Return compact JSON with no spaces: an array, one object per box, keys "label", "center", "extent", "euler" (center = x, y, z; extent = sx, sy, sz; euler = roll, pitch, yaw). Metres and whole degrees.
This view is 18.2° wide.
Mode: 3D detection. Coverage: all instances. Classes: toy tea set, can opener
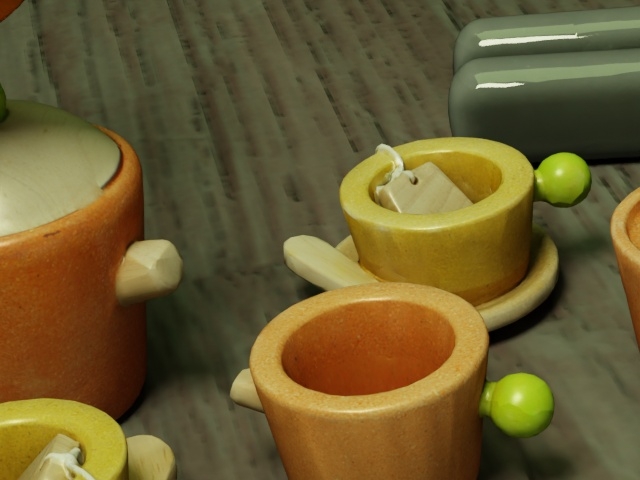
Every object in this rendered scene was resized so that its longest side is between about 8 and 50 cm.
[{"label":"toy tea set","center":[0.000,0.000,0.638],"extent":[0.336,0.124,0.200],"euler":[-15,29,-12]},{"label":"can opener","center":[0.188,-0.082,0.784],"extent":[0.280,0.093,0.074],"euler":[-7,29,12]}]

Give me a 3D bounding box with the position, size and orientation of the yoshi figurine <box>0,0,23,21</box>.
[{"label":"yoshi figurine","center":[-0.275,-0.060,0.626],"extent":[0.362,0.203,0.203],"euler":[-35,7,21]}]
